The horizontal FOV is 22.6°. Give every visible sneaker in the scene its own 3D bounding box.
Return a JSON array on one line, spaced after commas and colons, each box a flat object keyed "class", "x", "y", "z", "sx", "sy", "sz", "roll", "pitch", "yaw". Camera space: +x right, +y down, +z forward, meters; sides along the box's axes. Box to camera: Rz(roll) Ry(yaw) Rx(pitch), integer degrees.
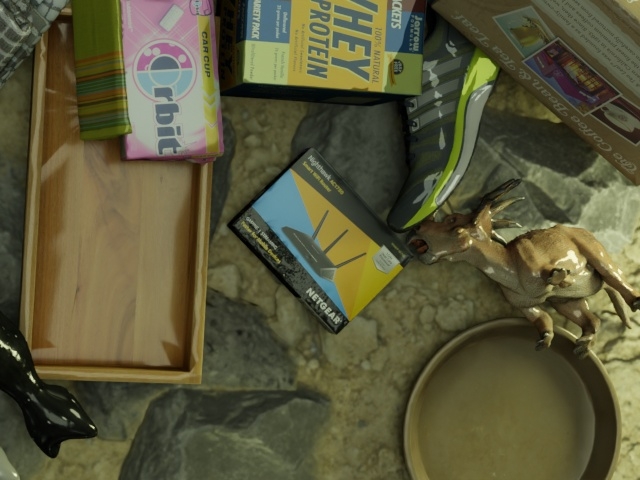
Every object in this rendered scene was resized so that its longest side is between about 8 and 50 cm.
[{"class": "sneaker", "x": 0.125, "y": -0.152, "z": 1.868, "sx": 0.121, "sy": 0.111, "sz": 0.300, "roll": 21, "pitch": 79, "yaw": -6}]

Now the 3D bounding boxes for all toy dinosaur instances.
[{"class": "toy dinosaur", "x": 0.270, "y": 0.021, "z": 1.898, "sx": 0.295, "sy": 0.200, "sz": 0.127, "roll": 10, "pitch": 128, "yaw": -35}]

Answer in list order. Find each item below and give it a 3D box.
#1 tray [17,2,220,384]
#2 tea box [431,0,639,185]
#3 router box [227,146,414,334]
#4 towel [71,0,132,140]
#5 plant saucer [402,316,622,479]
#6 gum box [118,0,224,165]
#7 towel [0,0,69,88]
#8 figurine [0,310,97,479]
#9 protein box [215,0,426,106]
[{"class": "tray", "x": -0.227, "y": -0.050, "z": 1.793, "sx": 0.203, "sy": 0.076, "sz": 0.411, "roll": 3, "pitch": 90, "yaw": -13}, {"class": "tea box", "x": 0.363, "y": -0.302, "z": 1.806, "sx": 0.329, "sy": 0.220, "sz": 0.323, "roll": 39, "pitch": 61, "yaw": -11}, {"class": "router box", "x": 0.000, "y": 0.000, "z": 1.861, "sx": 0.133, "sy": 0.046, "sz": 0.179, "roll": -45, "pitch": 100, "yaw": -9}, {"class": "towel", "x": -0.232, "y": -0.226, "z": 1.702, "sx": 0.021, "sy": 0.102, "sz": 0.237, "roll": -4, "pitch": 92, "yaw": -35}, {"class": "plant saucer", "x": 0.227, "y": 0.229, "z": 1.924, "sx": 0.278, "sy": 0.041, "sz": 0.278, "roll": 0, "pitch": 91, "yaw": -14}, {"class": "gum box", "x": -0.167, "y": -0.173, "z": 1.735, "sx": 0.107, "sy": 0.062, "sz": 0.188, "roll": -5, "pitch": 92, "yaw": -13}, {"class": "towel", "x": -0.444, "y": -0.248, "z": 1.674, "sx": 0.283, "sy": 0.121, "sz": 0.235, "roll": 42, "pitch": 110, "yaw": -12}, {"class": "figurine", "x": -0.372, "y": 0.176, "z": 1.720, "sx": 0.215, "sy": 0.092, "sz": 0.209, "roll": -33, "pitch": 107, "yaw": 32}, {"class": "protein box", "x": -0.005, "y": -0.226, "z": 1.775, "sx": 0.200, "sy": 0.201, "sz": 0.136, "roll": 3, "pitch": 90, "yaw": -13}]
